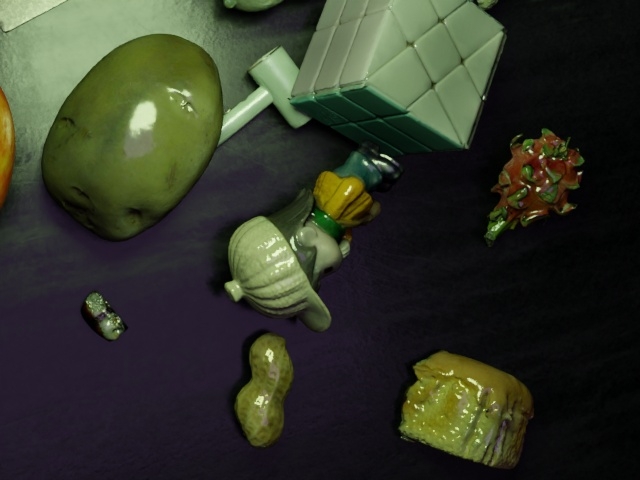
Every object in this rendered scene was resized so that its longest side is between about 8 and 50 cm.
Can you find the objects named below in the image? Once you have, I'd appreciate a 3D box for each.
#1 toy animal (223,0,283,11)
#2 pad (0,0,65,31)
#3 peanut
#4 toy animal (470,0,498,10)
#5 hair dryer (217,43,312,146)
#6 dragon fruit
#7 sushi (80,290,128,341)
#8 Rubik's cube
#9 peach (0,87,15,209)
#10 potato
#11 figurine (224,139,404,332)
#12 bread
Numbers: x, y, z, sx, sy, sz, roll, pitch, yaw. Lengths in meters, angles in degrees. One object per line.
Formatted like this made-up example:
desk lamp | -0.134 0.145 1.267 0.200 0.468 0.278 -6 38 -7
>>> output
toy animal | -0.043 -0.441 1.648 0.251 0.125 0.127 -3 111 -11
pad | -0.443 -0.451 1.601 0.235 0.003 0.158 -33 98 -13
peanut | -0.092 0.248 1.660 0.089 0.089 0.193 13 82 -15
toy animal | 0.273 -0.469 1.751 0.098 0.098 0.137 7 75 -15
hair dryer | -0.120 -0.202 1.658 0.236 0.073 0.131 -39 101 -9
dragon fruit | 0.369 -0.082 1.766 0.137 0.135 0.236 18 106 -14
sushi | -0.349 0.125 1.607 0.046 0.044 0.083 -41 98 -12
Rubik's cube | 0.121 -0.278 1.600 0.231 0.224 0.221 27 77 -31
peach | -0.610 -0.137 1.386 0.388 0.388 0.388 0 90 -15
potato | -0.276 -0.163 1.527 0.326 0.243 0.221 -50 126 -4
figurine | -0.020 -0.022 1.635 0.204 0.185 0.332 26 77 0
bread | 0.271 0.300 1.729 0.251 0.133 0.174 22 86 -15
